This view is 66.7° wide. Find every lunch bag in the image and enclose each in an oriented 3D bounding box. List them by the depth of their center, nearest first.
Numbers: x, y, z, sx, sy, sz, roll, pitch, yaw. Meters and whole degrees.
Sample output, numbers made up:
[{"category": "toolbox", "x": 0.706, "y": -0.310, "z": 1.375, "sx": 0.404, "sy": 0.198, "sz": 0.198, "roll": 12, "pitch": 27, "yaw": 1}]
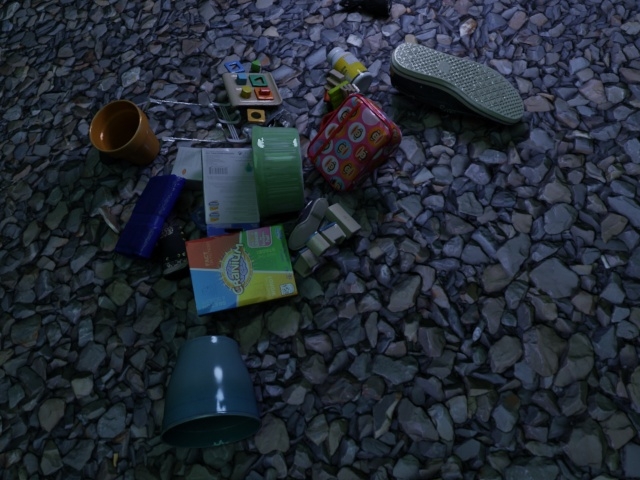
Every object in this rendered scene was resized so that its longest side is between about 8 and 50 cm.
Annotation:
[{"category": "lunch bag", "x": 0.100, "y": -0.338, "z": 1.643, "sx": 0.293, "sy": 0.120, "sz": 0.258, "roll": -48, "pitch": 71, "yaw": 25}, {"category": "lunch bag", "x": -0.400, "y": -0.067, "z": 1.693, "sx": 0.098, "sy": 0.065, "sz": 0.067, "roll": 42, "pitch": 79, "yaw": 20}]

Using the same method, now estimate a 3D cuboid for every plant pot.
[{"category": "plant pot", "x": -0.316, "y": 0.425, "z": 1.401, "sx": 0.272, "sy": 0.271, "sz": 0.255, "roll": -13, "pitch": 54, "yaw": 2}, {"category": "plant pot", "x": -0.693, "y": -0.373, "z": 1.774, "sx": 0.205, "sy": 0.188, "sz": 0.205, "roll": -4, "pitch": 73, "yaw": 13}]

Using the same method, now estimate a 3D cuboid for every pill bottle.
[{"category": "pill bottle", "x": 0.106, "y": -0.639, "z": 1.827, "sx": 0.103, "sy": 0.103, "sz": 0.184, "roll": -35, "pitch": 69, "yaw": -7}]

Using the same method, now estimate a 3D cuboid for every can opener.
[{"category": "can opener", "x": -0.204, "y": -0.367, "z": 1.793, "sx": 0.095, "sy": 0.076, "sz": 0.283, "roll": 24, "pitch": 71, "yaw": 49}]

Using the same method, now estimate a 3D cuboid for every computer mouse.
[{"category": "computer mouse", "x": -0.807, "y": -0.430, "z": 1.887, "sx": 0.184, "sy": 0.060, "sz": 0.262, "roll": 25, "pitch": 74, "yaw": 15}]

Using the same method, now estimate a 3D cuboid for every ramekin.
[{"category": "ramekin", "x": -0.136, "y": -0.229, "z": 1.603, "sx": 0.148, "sy": 0.303, "sz": 0.303, "roll": -5, "pitch": 68, "yaw": -3}]

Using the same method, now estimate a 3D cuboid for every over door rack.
[{"category": "over door rack", "x": -0.441, "y": -0.444, "z": 1.751, "sx": 0.324, "sy": 0.108, "sz": 0.239, "roll": -11, "pitch": 55, "yaw": -23}]

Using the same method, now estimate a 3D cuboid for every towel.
[{"category": "towel", "x": -0.580, "y": -0.078, "z": 1.675, "sx": 0.228, "sy": 0.076, "sz": 0.308, "roll": 5, "pitch": 69, "yaw": 46}]

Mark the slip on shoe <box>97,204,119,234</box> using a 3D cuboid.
[{"category": "slip on shoe", "x": -0.755, "y": -0.077, "z": 1.754, "sx": 0.041, "sy": 0.051, "sz": 0.135, "roll": -36, "pitch": 62, "yaw": -19}]

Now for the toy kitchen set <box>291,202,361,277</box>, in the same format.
[{"category": "toy kitchen set", "x": 0.000, "y": 0.000, "z": 1.616, "sx": 0.122, "sy": 0.166, "sz": 0.207, "roll": 47, "pitch": 45, "yaw": 14}]

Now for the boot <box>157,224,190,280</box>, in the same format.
[{"category": "boot", "x": -0.442, "y": 0.016, "z": 1.658, "sx": 0.236, "sy": 0.085, "sz": 0.178, "roll": -23, "pitch": 65, "yaw": -3}]

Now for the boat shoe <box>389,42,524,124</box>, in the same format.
[{"category": "boat shoe", "x": 0.471, "y": -0.532, "z": 1.718, "sx": 0.500, "sy": 0.156, "sz": 0.187, "roll": 23, "pitch": 68, "yaw": 3}]

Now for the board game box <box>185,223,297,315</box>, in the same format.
[{"category": "board game box", "x": -0.252, "y": 0.094, "z": 1.558, "sx": 0.316, "sy": 0.064, "sz": 0.242, "roll": -11, "pitch": 78, "yaw": -10}]

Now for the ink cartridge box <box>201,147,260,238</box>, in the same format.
[{"category": "ink cartridge box", "x": -0.306, "y": -0.159, "z": 1.659, "sx": 0.186, "sy": 0.065, "sz": 0.311, "roll": -3, "pitch": 83, "yaw": -17}]

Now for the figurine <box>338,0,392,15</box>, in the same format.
[{"category": "figurine", "x": 0.201, "y": -1.021, "z": 1.975, "sx": 0.209, "sy": 0.092, "sz": 0.215, "roll": 13, "pitch": 70, "yaw": 16}]

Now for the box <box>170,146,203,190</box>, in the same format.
[{"category": "box", "x": -0.433, "y": -0.255, "z": 1.755, "sx": 0.170, "sy": 0.091, "sz": 0.130, "roll": 7, "pitch": 70, "yaw": 9}]

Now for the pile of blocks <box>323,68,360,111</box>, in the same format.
[{"category": "pile of blocks", "x": 0.104, "y": -0.453, "z": 1.731, "sx": 0.112, "sy": 0.149, "sz": 0.362, "roll": -34, "pitch": 69, "yaw": -6}]

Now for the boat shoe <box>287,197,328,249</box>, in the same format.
[{"category": "boat shoe", "x": -0.050, "y": -0.057, "z": 1.659, "sx": 0.206, "sy": 0.075, "sz": 0.065, "roll": -56, "pitch": 30, "yaw": -8}]

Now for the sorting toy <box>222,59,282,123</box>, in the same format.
[{"category": "sorting toy", "x": -0.257, "y": -0.581, "z": 1.841, "sx": 0.196, "sy": 0.047, "sz": 0.347, "roll": -10, "pitch": 60, "yaw": -21}]
